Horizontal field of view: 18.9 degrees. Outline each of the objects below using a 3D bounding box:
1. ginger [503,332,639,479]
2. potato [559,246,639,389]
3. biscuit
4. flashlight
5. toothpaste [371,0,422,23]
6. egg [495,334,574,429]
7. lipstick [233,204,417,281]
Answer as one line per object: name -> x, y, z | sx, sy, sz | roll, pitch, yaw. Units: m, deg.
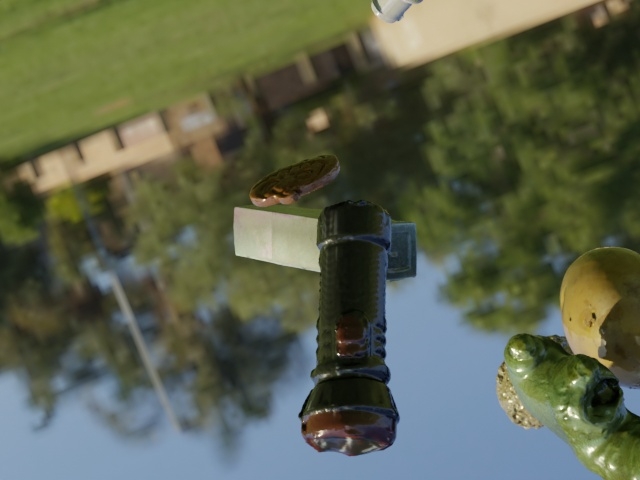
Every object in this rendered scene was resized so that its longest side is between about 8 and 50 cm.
ginger -> 0.285, 0.182, 1.875 | 0.089, 0.137, 0.290 | -25, -129, -28
potato -> 0.329, 0.083, 2.076 | 0.146, 0.150, 0.234 | -1, -174, -9
biscuit -> -0.025, -0.056, 1.800 | 0.091, 0.015, 0.078 | -20, -159, 16
flashlight -> 0.030, 0.076, 1.757 | 0.093, 0.232, 0.093 | 2, 161, 1
toothpaste -> 0.165, -0.368, 2.252 | 0.058, 0.056, 0.314 | 7, 141, -42
egg -> 0.293, 0.184, 2.528 | 0.140, 0.118, 0.116 | -53, -147, 23
lipstick -> 0.000, 0.000, 2.311 | 0.066, 0.068, 0.317 | -6, -172, -32
